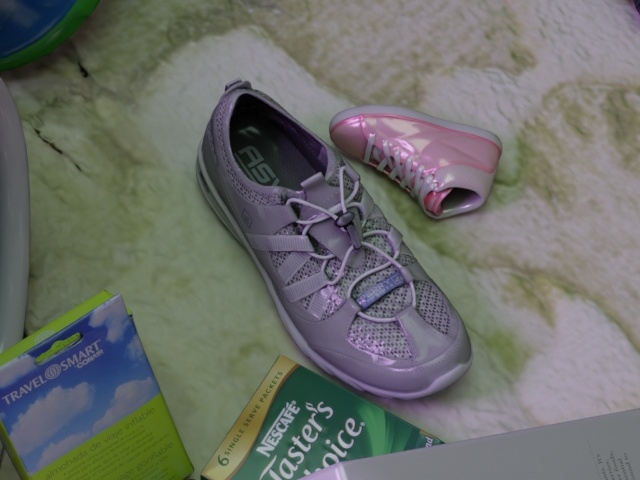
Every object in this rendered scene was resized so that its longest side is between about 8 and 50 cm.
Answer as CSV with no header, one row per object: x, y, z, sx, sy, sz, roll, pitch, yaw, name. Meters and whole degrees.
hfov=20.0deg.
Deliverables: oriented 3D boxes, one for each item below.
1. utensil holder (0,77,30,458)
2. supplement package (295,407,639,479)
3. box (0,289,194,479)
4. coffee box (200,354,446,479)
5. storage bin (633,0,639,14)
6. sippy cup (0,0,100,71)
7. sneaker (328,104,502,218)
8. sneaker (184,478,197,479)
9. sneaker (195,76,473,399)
-0.413,0.034,1.172,0.386,0.327,0.327,6,61,5,utensil holder
0.085,0.215,1.066,0.293,0.175,0.177,-3,72,-42,supplement package
-0.158,0.116,1.207,0.109,0.178,0.042,-33,43,-18,box
0.021,0.169,1.259,0.184,0.040,0.113,29,64,14,coffee box
0.334,-0.252,1.457,0.180,0.122,0.084,-14,62,-9,storage bin
-0.292,-0.251,1.339,0.240,0.224,0.305,28,94,12,sippy cup
0.069,-0.058,1.382,0.134,0.051,0.070,11,56,0,sneaker
-0.088,0.271,1.110,0.125,0.104,0.261,-9,61,-4,sneaker
0.000,0.000,1.311,0.105,0.115,0.281,-37,67,-20,sneaker
